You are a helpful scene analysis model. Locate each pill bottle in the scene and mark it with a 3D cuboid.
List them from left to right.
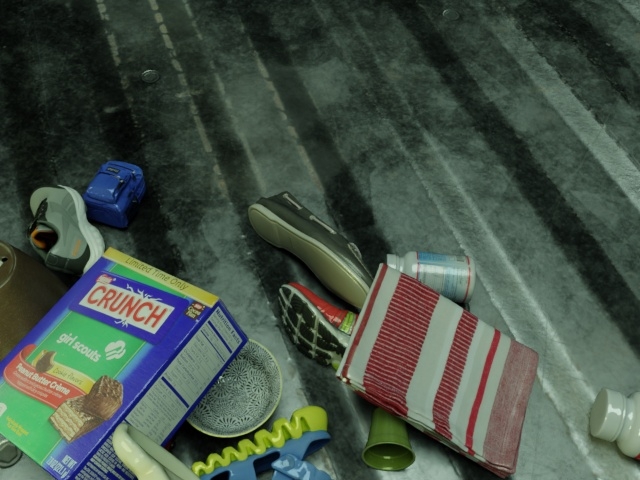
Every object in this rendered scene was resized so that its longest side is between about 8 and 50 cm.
[{"bbox_3d":[0.198,0.065,1.225,0.160,0.087,0.087,6,54,1],"label":"pill bottle"},{"bbox_3d":[0.534,0.302,1.062,0.180,0.108,0.108,16,55,9],"label":"pill bottle"}]

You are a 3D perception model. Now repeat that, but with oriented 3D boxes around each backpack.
[{"bbox_3d":[-0.398,-0.101,1.306,0.098,0.101,0.120,20,52,3],"label":"backpack"}]

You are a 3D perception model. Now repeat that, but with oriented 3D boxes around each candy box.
[{"bbox_3d":[-0.312,0.190,0.990,0.268,0.122,0.317,18,56,34],"label":"candy box"}]

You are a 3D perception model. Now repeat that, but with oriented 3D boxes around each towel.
[{"bbox_3d":[0.204,0.203,1.086,0.329,0.037,0.237,31,55,-9],"label":"towel"}]

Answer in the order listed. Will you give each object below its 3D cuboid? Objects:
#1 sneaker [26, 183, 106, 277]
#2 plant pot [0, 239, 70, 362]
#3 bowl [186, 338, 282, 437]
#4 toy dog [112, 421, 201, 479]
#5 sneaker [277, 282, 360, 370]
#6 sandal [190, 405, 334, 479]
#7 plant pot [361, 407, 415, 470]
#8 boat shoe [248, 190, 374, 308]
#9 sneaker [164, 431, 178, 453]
[{"bbox_3d":[-0.482,-0.030,1.208,0.108,0.100,0.271,12,22,-45],"label":"sneaker"},{"bbox_3d":[-0.509,0.105,1.071,0.215,0.230,0.215,1,55,-2],"label":"plant pot"},{"bbox_3d":[-0.146,0.248,1.080,0.170,0.080,0.170,2,55,-2],"label":"bowl"},{"bbox_3d":[-0.254,0.486,0.782,0.408,0.395,0.284,-44,48,-12],"label":"toy dog"},{"bbox_3d":[0.047,0.162,1.159,0.279,0.107,0.118,36,44,16],"label":"sneaker"},{"bbox_3d":[-0.103,0.369,0.975,0.317,0.126,0.138,-25,63,-18],"label":"sandal"},{"bbox_3d":[0.108,0.310,1.059,0.083,0.083,0.079,6,41,1],"label":"plant pot"},{"bbox_3d":[0.000,0.000,1.227,0.095,0.112,0.335,-35,51,-26],"label":"boat shoe"},{"bbox_3d":[-0.292,0.280,1.057,0.125,0.104,0.262,-2,48,17],"label":"sneaker"}]
